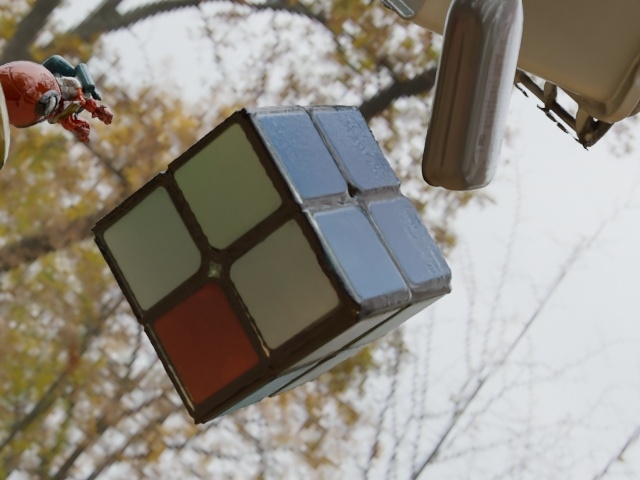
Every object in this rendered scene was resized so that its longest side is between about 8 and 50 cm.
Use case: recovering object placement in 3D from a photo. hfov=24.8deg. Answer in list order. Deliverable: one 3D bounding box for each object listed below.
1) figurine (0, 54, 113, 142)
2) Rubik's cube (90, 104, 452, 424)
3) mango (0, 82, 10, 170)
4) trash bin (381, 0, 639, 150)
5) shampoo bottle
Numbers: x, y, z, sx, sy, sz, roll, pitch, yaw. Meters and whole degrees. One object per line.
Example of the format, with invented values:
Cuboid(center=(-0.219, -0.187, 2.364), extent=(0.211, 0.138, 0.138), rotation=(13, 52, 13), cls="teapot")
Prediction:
Cuboid(center=(-0.278, -0.148, 1.468), extent=(0.140, 0.068, 0.075), rotation=(12, 45, -57), cls="figurine")
Cuboid(center=(-0.034, 0.013, 1.124), extent=(0.180, 0.167, 0.183), rotation=(-33, -102, 29), cls="Rubik's cube")
Cuboid(center=(-0.414, -0.131, 1.214), extent=(0.317, 0.211, 0.173), rotation=(12, -3, -11), cls="mango")
Cuboid(center=(0.217, -0.286, 1.583), extent=(0.367, 0.296, 0.256), rotation=(9, 31, -38), cls="trash bin")
Cuboid(center=(0.095, -0.113, 0.866), extent=(0.040, 0.165, 0.080), rotation=(13, 11, 24), cls="shampoo bottle")
